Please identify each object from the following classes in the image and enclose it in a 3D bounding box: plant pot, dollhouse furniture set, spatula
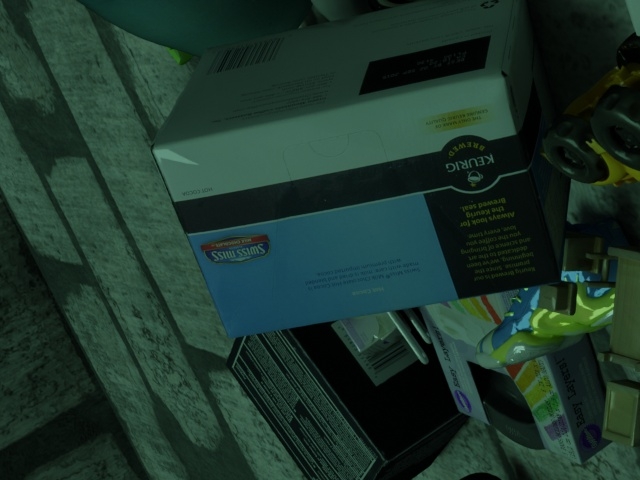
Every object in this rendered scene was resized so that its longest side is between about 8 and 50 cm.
[{"bbox_3d":[-0.144,-0.331,1.807,0.255,0.271,0.272,37,174,-40],"label":"plant pot"},{"bbox_3d":[0.291,0.091,1.585,0.161,0.101,0.182,15,102,53],"label":"dollhouse furniture set"},{"bbox_3d":[0.071,0.041,2.015,0.242,0.019,0.168,56,-163,-4],"label":"spatula"}]

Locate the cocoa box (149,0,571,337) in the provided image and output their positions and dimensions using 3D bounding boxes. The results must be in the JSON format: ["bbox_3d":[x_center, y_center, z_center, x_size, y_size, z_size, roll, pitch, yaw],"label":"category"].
[{"bbox_3d":[0.053,-0.077,1.588,0.347,0.231,0.228,-11,119,18],"label":"cocoa box"}]

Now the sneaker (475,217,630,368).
[{"bbox_3d":[0.246,0.048,1.709,0.240,0.091,0.126,-28,78,39],"label":"sneaker"}]

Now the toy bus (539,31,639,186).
[{"bbox_3d":[0.326,-0.078,1.394,0.211,0.149,0.220,44,160,-8],"label":"toy bus"}]

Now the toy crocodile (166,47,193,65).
[{"bbox_3d":[-0.174,-0.327,2.083,0.115,0.105,0.340,54,157,9],"label":"toy crocodile"}]

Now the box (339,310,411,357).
[{"bbox_3d":[0.000,0.000,2.067,0.324,0.063,0.067,57,-171,19],"label":"box"}]

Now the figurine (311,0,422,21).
[{"bbox_3d":[0.077,-0.211,1.768,0.215,0.092,0.209,35,152,44],"label":"figurine"}]

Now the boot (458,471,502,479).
[{"bbox_3d":[0.304,0.468,2.082,0.348,0.131,0.260,57,166,-26],"label":"boot"}]

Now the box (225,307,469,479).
[{"bbox_3d":[0.038,0.185,2.198,0.296,0.183,0.294,54,155,14],"label":"box"}]

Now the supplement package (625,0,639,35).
[{"bbox_3d":[0.339,-0.249,1.082,0.293,0.177,0.175,11,129,58],"label":"supplement package"}]

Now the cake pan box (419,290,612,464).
[{"bbox_3d":[0.219,0.119,1.912,0.246,0.070,0.267,22,138,57],"label":"cake pan box"}]
